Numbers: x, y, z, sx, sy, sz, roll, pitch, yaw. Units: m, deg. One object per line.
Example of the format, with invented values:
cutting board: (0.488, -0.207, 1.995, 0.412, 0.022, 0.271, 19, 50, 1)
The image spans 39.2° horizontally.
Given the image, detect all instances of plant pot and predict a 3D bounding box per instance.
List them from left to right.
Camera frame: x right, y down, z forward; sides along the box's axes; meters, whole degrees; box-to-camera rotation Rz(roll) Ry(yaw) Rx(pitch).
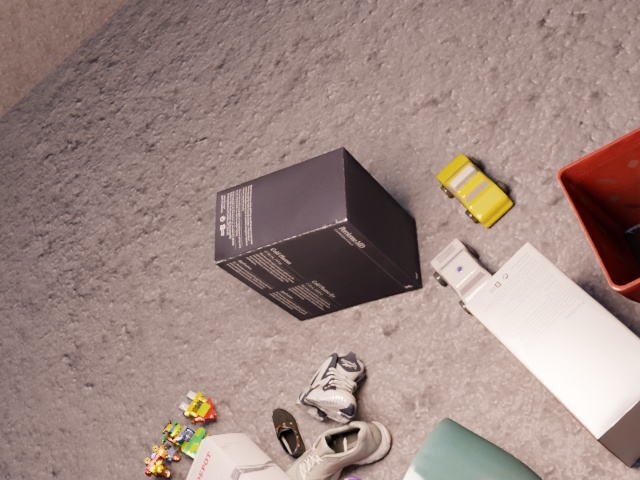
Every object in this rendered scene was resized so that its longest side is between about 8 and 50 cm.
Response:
plant pot: (0.266, 0.482, 1.519, 0.235, 0.293, 0.293, 21, 78, 24)
plant pot: (0.619, -0.033, 1.583, 0.267, 0.236, 0.267, -29, 53, 19)

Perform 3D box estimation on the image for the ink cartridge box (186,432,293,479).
ink cartridge box: (-0.147, 0.551, 1.813, 0.283, 0.117, 0.207, 35, 110, 40)

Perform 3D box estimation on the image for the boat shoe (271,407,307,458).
boat shoe: (-0.072, 0.410, 1.929, 0.049, 0.042, 0.133, -42, 49, 10)

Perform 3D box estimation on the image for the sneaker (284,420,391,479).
sneaker: (0.006, 0.434, 1.812, 0.262, 0.121, 0.099, -36, 52, 13)

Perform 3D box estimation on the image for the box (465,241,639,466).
box: (0.454, 0.198, 1.583, 0.168, 0.215, 0.345, -46, 49, 5)

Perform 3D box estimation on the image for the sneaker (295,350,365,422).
sneaker: (0.040, 0.289, 1.843, 0.094, 0.235, 0.153, 34, 70, -2)

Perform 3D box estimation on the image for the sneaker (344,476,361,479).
sneaker: (0.089, 0.599, 1.692, 0.146, 0.102, 0.293, -5, 68, 27)

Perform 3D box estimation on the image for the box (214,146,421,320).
box: (0.000, 0.000, 1.904, 0.313, 0.343, 0.178, -16, 57, 25)

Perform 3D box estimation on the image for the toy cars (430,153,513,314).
toy cars: (0.306, -0.025, 1.882, 0.177, 0.087, 0.393, -8, 62, 30)

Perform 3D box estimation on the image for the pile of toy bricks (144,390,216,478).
pile of toy bricks: (-0.301, 0.460, 2.029, 0.105, 0.118, 0.212, 27, 63, 12)
